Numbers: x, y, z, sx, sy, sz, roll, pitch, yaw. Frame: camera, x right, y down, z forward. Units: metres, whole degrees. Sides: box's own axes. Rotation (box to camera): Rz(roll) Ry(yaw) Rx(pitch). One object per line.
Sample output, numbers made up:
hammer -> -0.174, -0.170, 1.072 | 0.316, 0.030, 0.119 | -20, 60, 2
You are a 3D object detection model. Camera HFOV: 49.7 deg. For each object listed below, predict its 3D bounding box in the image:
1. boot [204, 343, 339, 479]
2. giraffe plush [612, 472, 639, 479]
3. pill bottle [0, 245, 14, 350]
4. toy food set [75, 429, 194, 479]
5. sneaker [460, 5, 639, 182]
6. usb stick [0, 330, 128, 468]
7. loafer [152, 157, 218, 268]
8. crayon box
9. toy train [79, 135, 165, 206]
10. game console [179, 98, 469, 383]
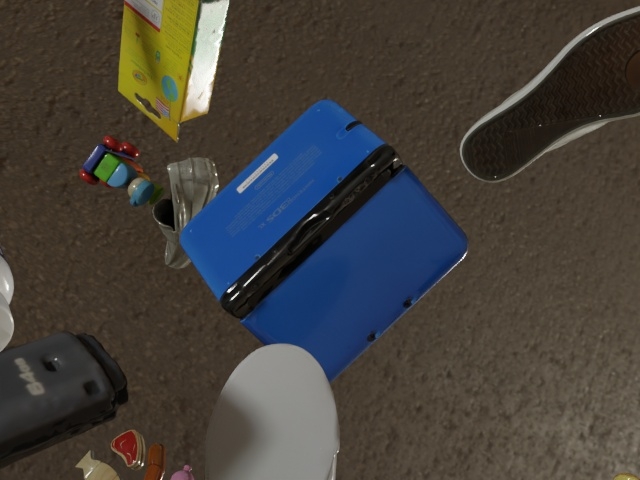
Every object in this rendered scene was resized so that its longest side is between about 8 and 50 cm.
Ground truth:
boot -> -0.034, 0.213, 0.487 | 0.123, 0.095, 0.258 | 93, -1, -59
giraffe plush -> 0.406, 0.304, 0.709 | 0.210, 0.170, 0.181 | 33, 47, -31
pill bottle -> -0.363, 0.031, 0.668 | 0.112, 0.186, 0.112 | -22, 138, -22
toy food set -> -0.139, 0.199, 0.552 | 0.078, 0.122, 0.019 | -41, 141, -9
sneaker -> 0.292, -0.172, 0.768 | 0.105, 0.290, 0.123 | 59, 32, -5
usb stick -> -0.233, 0.111, 0.337 | 0.278, 0.077, 0.045 | -18, 122, -39
loafer -> -0.303, -0.054, 1.473 | 0.112, 0.112, 0.319 | 0, 138, -24
crayon box -> -0.290, -0.373, 1.322 | 0.081, 0.202, 0.318 | -31, 155, -41
toy train -> -0.393, -0.131, 1.483 | 0.143, 0.248, 0.105 | 38, 94, 6
game console -> 0.000, 0.000, 0.938 | 0.293, 0.250, 0.173 | -43, 139, 0
